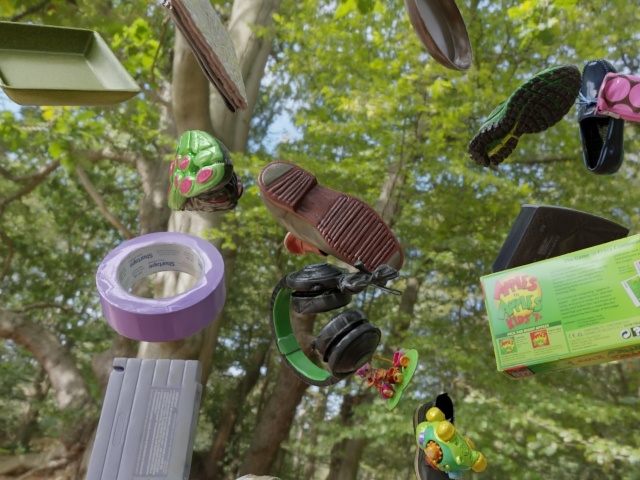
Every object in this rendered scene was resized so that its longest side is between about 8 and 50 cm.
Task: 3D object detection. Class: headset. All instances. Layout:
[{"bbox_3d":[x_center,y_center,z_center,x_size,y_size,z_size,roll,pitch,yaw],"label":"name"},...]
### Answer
[{"bbox_3d":[0.008,0.150,1.120,0.185,0.243,0.394,-14,-20,-43],"label":"headset"}]

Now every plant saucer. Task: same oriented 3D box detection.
[{"bbox_3d":[-0.388,-0.250,0.832,0.188,0.188,0.045,-11,-40,-40],"label":"plant saucer"},{"bbox_3d":[0.301,-0.576,1.491,0.050,0.311,0.310,-22,-39,37],"label":"plant saucer"}]

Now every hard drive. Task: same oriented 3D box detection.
[{"bbox_3d":[0.437,0.019,1.052,0.254,0.172,0.054,9,23,-29],"label":"hard drive"}]

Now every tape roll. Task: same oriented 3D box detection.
[{"bbox_3d":[-0.353,0.097,1.287,0.274,0.275,0.090,9,-52,6],"label":"tape roll"}]

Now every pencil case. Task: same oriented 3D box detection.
[{"bbox_3d":[0.698,-0.287,1.209,0.209,0.098,0.095,20,-27,31],"label":"pencil case"}]

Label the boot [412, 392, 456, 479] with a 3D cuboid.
[{"bbox_3d":[0.223,0.392,1.067,0.077,0.198,0.137,-6,-28,-11],"label":"boot"}]

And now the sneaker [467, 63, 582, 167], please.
[{"bbox_3d":[0.523,-0.344,1.494,0.134,0.146,0.343,38,-41,-11],"label":"sneaker"}]

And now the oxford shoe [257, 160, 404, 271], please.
[{"bbox_3d":[0.020,-0.031,1.192,0.348,0.123,0.130,39,-24,14],"label":"oxford shoe"}]

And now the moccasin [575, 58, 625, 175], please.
[{"bbox_3d":[0.817,-0.362,1.664,0.117,0.342,0.137,-7,-3,-35],"label":"moccasin"}]

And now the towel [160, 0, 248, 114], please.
[{"bbox_3d":[-0.279,-0.502,1.338,0.053,0.317,0.332,-23,-39,8],"label":"towel"}]

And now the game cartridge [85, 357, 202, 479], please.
[{"bbox_3d":[-0.412,0.459,1.363,0.230,0.355,0.068,4,-32,-2],"label":"game cartridge"}]

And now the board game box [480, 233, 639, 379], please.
[{"bbox_3d":[0.240,0.056,0.495,0.181,0.092,0.043,-19,-33,28],"label":"board game box"}]

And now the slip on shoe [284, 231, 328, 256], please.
[{"bbox_3d":[0.000,0.000,1.809,0.331,0.101,0.123,-11,-46,43],"label":"slip on shoe"}]

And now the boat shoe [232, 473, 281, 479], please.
[{"bbox_3d":[-0.142,0.426,0.769,0.103,0.302,0.113,-33,-82,26],"label":"boat shoe"}]

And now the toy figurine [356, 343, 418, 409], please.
[{"bbox_3d":[0.150,0.334,1.512,0.159,0.173,0.130,27,-19,-7],"label":"toy figurine"}]

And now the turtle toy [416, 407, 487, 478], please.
[{"bbox_3d":[0.184,0.306,0.862,0.095,0.066,0.130,45,0,-9],"label":"turtle toy"}]

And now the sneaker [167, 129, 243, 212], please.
[{"bbox_3d":[-0.301,-0.179,1.574,0.202,0.185,0.483,4,-4,-20],"label":"sneaker"}]
